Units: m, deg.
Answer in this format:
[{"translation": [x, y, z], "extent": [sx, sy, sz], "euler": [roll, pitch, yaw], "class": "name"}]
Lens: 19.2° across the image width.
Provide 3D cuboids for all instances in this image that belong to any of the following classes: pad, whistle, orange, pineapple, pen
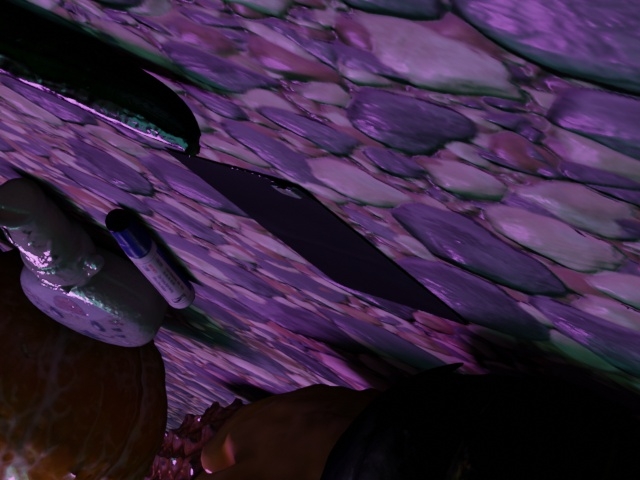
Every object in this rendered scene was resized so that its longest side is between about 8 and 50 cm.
[{"translation": [0.000, 0.000, 1.127], "extent": [0.116, 0.004, 0.193], "euler": [18, 167, 42], "class": "pad"}, {"translation": [-0.200, 0.020, 1.540], "extent": [0.126, 0.067, 0.258], "euler": [15, 161, 22], "class": "whistle"}, {"translation": [-0.299, 0.133, 1.775], "extent": [0.329, 0.249, 0.329], "euler": [7, 167, 2], "class": "orange"}, {"translation": [-0.070, 0.251, 2.011], "extent": [0.202, 0.202, 0.362], "euler": [28, 158, -6], "class": "pineapple"}, {"translation": [-0.129, 0.014, 1.446], "extent": [0.025, 0.025, 0.204], "euler": [24, 168, 16], "class": "pen"}]

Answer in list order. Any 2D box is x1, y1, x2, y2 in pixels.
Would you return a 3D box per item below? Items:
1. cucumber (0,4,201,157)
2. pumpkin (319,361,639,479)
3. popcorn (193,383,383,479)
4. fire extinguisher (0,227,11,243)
[{"translation": [-0.135, -0.091, 0.950], "extent": [0.184, 0.033, 0.036], "euler": [25, -166, 14], "class": "cucumber"}, {"translation": [0.126, 0.236, 1.207], "extent": [0.296, 0.296, 0.296], "euler": [26, 169, 5], "class": "pumpkin"}, {"translation": [0.051, 0.281, 1.505], "extent": [0.344, 0.390, 0.354], "euler": [-2, 111, 31], "class": "popcorn"}, {"translation": [-0.257, -0.006, 1.652], "extent": [0.083, 0.025, 0.038], "euler": [18, -171, 38], "class": "fire extinguisher"}]
